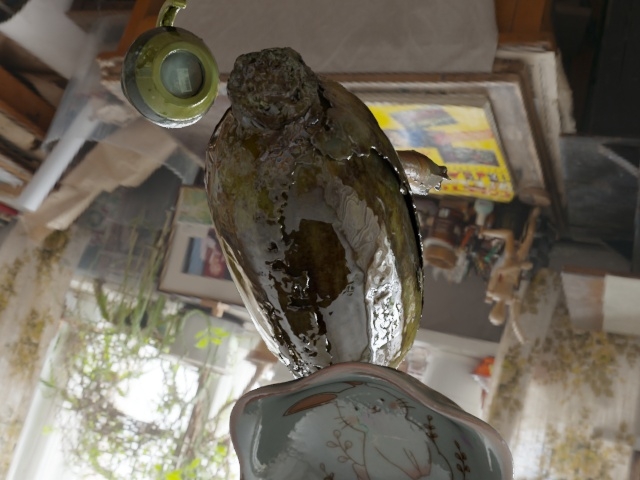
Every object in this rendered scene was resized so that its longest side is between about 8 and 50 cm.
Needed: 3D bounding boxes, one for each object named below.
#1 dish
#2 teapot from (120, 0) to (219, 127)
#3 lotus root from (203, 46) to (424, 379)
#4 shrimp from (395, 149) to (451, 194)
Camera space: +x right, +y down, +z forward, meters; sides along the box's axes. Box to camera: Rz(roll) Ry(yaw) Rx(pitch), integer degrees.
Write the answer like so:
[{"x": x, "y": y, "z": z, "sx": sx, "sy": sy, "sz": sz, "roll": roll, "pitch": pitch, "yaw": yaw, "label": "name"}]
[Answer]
[{"x": 0.044, "y": 0.167, "z": 0.555, "sx": 0.229, "sy": 0.081, "sz": 0.229, "roll": 8, "pitch": 122, "yaw": 13, "label": "dish"}, {"x": -0.201, "y": -0.233, "z": 0.926, "sx": 0.130, "sy": 0.165, "sz": 0.119, "roll": 2, "pitch": -175, "yaw": -32, "label": "teapot"}, {"x": 0.000, "y": 0.000, "z": 0.701, "sx": 0.179, "sy": 0.196, "sz": 0.397, "roll": 31, "pitch": 149, "yaw": 45, "label": "lotus root"}, {"x": 0.087, "y": -0.096, "z": 0.899, "sx": 0.144, "sy": 0.052, "sz": 0.251, "roll": 14, "pitch": -179, "yaw": 34, "label": "shrimp"}]
